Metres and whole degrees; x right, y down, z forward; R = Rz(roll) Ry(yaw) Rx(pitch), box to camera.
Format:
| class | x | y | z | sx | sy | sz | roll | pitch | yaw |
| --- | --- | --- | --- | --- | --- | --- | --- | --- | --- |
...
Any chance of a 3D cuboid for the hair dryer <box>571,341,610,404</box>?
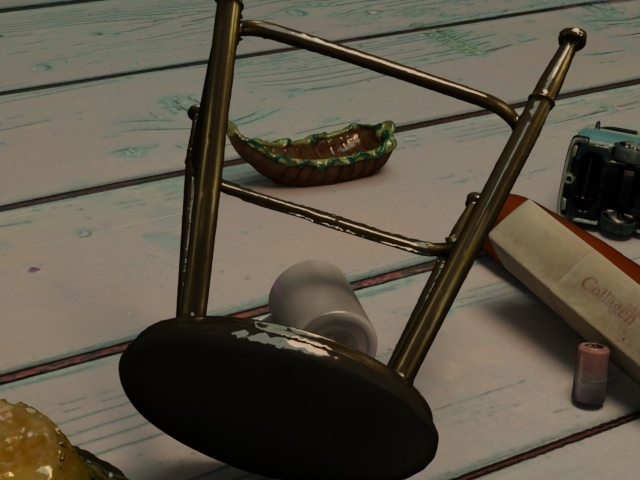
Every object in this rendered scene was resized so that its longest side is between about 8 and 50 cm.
| class | x | y | z | sx | sy | sz | roll | pitch | yaw |
| --- | --- | --- | --- | --- | --- | --- | --- | --- | --- |
| hair dryer | 0.308 | 0.141 | 1.720 | 0.037 | 0.063 | 0.114 | 7 | 10 | 10 |

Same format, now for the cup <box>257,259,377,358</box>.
| class | x | y | z | sx | sy | sz | roll | pitch | yaw |
| --- | --- | --- | --- | --- | --- | --- | --- | --- | --- |
| cup | -0.012 | 0.105 | 1.709 | 0.099 | 0.136 | 0.133 | 41 | 9 | -29 |

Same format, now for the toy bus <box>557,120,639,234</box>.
| class | x | y | z | sx | sy | sz | roll | pitch | yaw |
| --- | --- | --- | --- | --- | --- | --- | --- | --- | --- |
| toy bus | 0.476 | -0.082 | 2.127 | 0.271 | 0.133 | 0.165 | 11 | 21 | 7 |

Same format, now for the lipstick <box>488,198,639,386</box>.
| class | x | y | z | sx | sy | sz | roll | pitch | yaw |
| --- | --- | --- | --- | --- | --- | --- | --- | --- | --- |
| lipstick | 0.337 | 0.086 | 1.727 | 0.076 | 0.080 | 0.371 | -41 | 48 | -6 |

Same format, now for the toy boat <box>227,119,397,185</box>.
| class | x | y | z | sx | sy | sz | roll | pitch | yaw |
| --- | --- | --- | --- | --- | --- | --- | --- | --- | --- |
| toy boat | -0.022 | -0.129 | 2.180 | 0.293 | 0.099 | 0.108 | -3 | 26 | -33 |

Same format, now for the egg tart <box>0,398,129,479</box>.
| class | x | y | z | sx | sy | sz | roll | pitch | yaw |
| --- | --- | --- | --- | --- | --- | --- | --- | --- | --- |
| egg tart | -0.318 | 0.231 | 1.326 | 0.341 | 0.132 | 0.341 | 5 | 25 | -3 |

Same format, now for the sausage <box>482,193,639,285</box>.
| class | x | y | z | sx | sy | sz | roll | pitch | yaw |
| --- | --- | --- | --- | --- | --- | --- | --- | --- | --- |
| sausage | 0.317 | 0.031 | 1.900 | 0.097 | 0.094 | 0.348 | -18 | 34 | -30 |

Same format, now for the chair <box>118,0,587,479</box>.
| class | x | y | z | sx | sy | sz | roll | pitch | yaw |
| --- | --- | --- | --- | --- | --- | --- | --- | --- | --- |
| chair | 0.000 | 0.000 | 1.476 | 0.362 | 0.364 | 0.410 | 18 | 62 | -2 |
